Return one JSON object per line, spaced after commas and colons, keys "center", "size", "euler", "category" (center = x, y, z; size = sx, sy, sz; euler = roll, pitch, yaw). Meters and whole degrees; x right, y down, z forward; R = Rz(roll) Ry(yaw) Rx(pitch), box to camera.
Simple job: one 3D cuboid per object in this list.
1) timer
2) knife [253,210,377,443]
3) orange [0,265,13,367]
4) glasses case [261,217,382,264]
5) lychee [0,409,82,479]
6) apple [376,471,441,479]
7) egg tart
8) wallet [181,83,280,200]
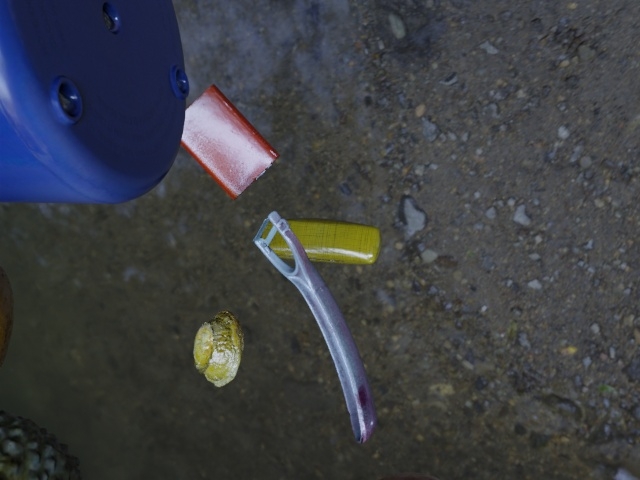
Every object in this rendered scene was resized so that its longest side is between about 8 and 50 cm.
{"center": [-0.332, -0.142, 0.532], "size": [0.383, 0.270, 0.270], "euler": [-7, 111, 14], "category": "timer"}
{"center": [0.006, 0.098, 0.773], "size": [0.278, 0.053, 0.123], "euler": [63, 164, 9], "category": "knife"}
{"center": [-0.496, 0.099, 0.784], "size": [0.264, 0.264, 0.264], "euler": [17, 123, 29], "category": "orange"}
{"center": [0.000, 0.000, 1.224], "size": [0.234, 0.079, 0.064], "euler": [4, 158, 22], "category": "glasses case"}
{"center": [-0.395, 0.325, 0.727], "size": [0.255, 0.255, 0.275], "euler": [10, 82, 33], "category": "lychee"}
{"center": [0.069, 0.384, 0.756], "size": [0.163, 0.251, 0.293], "euler": [40, 165, 46], "category": "apple"}
{"center": [-0.252, 0.257, 1.590], "size": [0.191, 0.074, 0.191], "euler": [-22, 62, 50], "category": "egg tart"}
{"center": [-0.200, -0.202, 1.375], "size": [0.142, 0.045, 0.204], "euler": [-42, 96, 15], "category": "wallet"}
